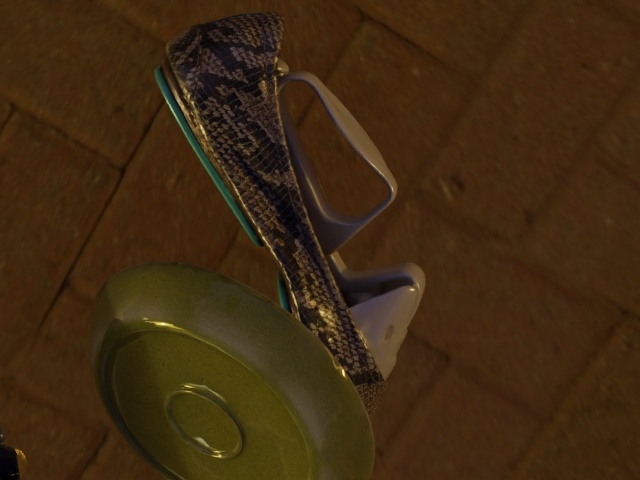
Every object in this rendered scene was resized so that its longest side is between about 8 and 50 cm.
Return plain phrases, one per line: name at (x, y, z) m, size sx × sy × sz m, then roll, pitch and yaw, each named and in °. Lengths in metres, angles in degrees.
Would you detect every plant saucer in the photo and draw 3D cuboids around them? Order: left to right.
plant saucer at (-0.076, 0.122, 1.056) m, size 0.241 × 0.037 × 0.241 m, roll 20°, pitch 136°, yaw 21°

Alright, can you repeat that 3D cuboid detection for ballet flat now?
ballet flat at (0.000, 0.000, 1.459) m, size 0.182 × 0.164 × 0.483 m, roll -21°, pitch 100°, yaw 4°

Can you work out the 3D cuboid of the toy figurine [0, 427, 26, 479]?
toy figurine at (-0.464, 0.280, 1.706) m, size 0.209 × 0.148 × 0.213 m, roll 36°, pitch 79°, yaw -11°
